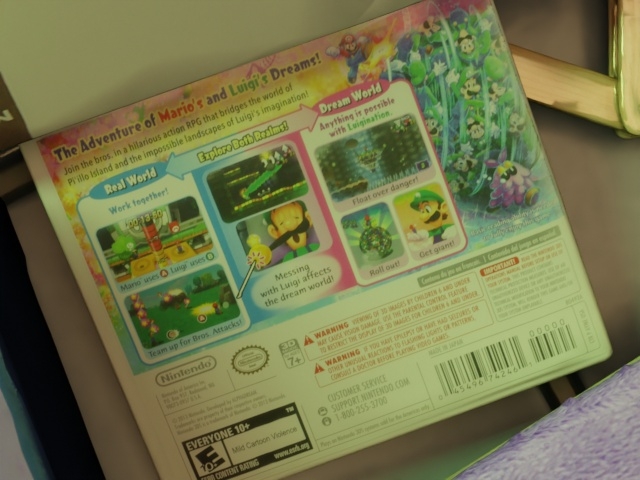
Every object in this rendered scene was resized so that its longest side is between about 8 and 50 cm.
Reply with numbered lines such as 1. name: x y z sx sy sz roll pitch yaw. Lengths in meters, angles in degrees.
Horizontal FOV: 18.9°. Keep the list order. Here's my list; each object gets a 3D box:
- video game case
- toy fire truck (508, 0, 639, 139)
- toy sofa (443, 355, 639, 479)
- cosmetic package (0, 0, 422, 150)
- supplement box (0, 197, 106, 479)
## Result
1. video game case: 0.000 0.000 0.627 0.157 0.019 0.143 -20 105 3
2. toy fire truck: 0.116 -0.085 0.653 0.192 0.047 0.135 32 86 -2
3. toy sofa: 0.175 0.073 0.571 0.362 0.177 0.150 -31 87 -9
4. cosmetic package: -0.069 -0.158 0.537 0.385 0.217 0.156 -19 59 0
5. supplement box: -0.233 0.128 0.545 0.356 0.195 0.194 -21 88 -5
